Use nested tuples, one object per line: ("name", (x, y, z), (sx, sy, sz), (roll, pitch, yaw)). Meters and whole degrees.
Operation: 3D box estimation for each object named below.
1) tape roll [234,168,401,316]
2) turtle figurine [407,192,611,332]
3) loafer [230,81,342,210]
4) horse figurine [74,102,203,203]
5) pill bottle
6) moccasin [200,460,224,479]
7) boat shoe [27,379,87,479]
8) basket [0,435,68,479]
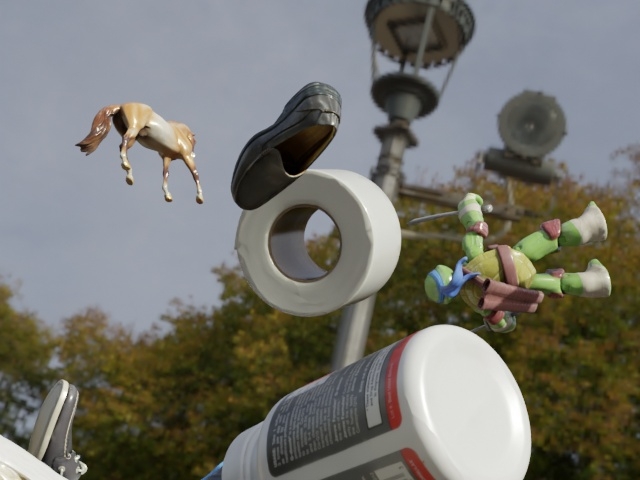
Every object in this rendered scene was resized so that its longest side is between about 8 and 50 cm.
("tape roll", (0.000, 0.000, 1.842), (0.246, 0.246, 0.169), (1, 4, 20))
("turtle figurine", (0.270, 0.029, 1.585), (0.266, 0.197, 0.274), (-9, -16, -3))
("loafer", (-0.039, -0.087, 1.121), (0.062, 0.061, 0.170), (23, -55, -25))
("horse figurine", (-0.282, -0.159, 1.788), (0.066, 0.174, 0.263), (-28, -33, 31))
("pill bottle", (0.055, 0.256, 1.314), (0.210, 0.210, 0.363), (34, -44, -28))
("moccasin", (-0.151, 0.454, 1.788), (0.117, 0.342, 0.137), (17, -62, 34))
("boat shoe", (-0.302, 0.258, 1.236), (0.065, 0.206, 0.075), (15, 7, -21))
("basket", (-0.369, 0.363, 0.949), (0.328, 0.266, 0.331), (-42, -63, 13))
